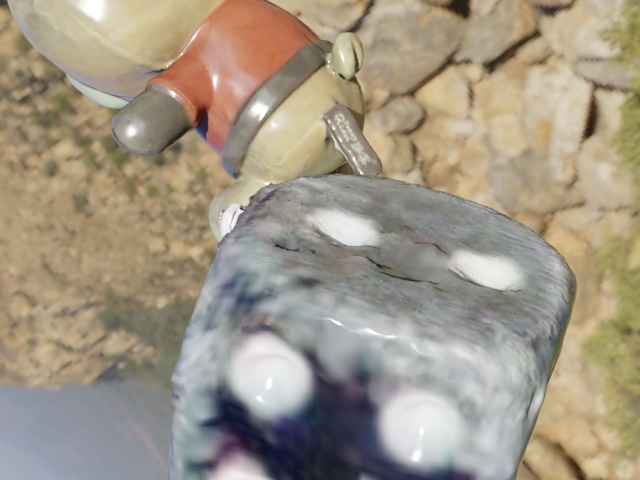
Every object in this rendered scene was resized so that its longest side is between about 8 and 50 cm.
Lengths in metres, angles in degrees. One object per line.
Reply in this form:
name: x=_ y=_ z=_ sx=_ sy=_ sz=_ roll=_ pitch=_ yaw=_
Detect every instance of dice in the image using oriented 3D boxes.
dice: x=0.029 y=0.079 z=0.728 sx=0.183 sy=0.181 sz=0.182 roll=17 pitch=119 yaw=10

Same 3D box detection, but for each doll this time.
doll: x=-0.091 y=-0.142 z=0.984 sx=0.330 sy=0.235 sz=0.174 roll=42 pitch=122 yaw=3

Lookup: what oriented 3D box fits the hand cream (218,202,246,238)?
hand cream: x=0.000 y=0.000 z=0.885 sx=0.142 sy=0.053 sz=0.084 roll=11 pitch=-178 yaw=24
